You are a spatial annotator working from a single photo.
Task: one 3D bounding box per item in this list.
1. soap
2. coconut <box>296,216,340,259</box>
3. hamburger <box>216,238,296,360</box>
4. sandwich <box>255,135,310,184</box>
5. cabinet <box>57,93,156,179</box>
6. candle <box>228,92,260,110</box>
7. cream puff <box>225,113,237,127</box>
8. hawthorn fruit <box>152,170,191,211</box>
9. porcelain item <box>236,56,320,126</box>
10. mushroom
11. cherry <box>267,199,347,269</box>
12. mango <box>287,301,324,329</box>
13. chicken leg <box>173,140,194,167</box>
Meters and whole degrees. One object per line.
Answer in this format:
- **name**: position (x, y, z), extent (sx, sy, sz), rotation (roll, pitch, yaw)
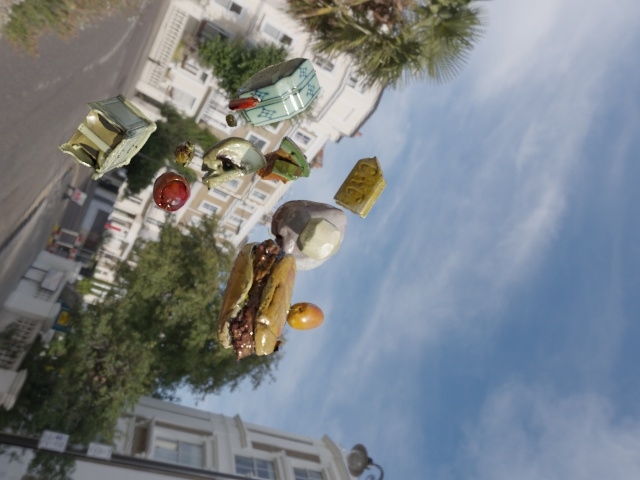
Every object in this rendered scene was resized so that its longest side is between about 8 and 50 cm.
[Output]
- **soap**: position (0.190, -0.244, 1.983), extent (0.160, 0.080, 0.258), rotation (30, -96, 23)
- **coconut**: position (-0.001, 0.002, 1.744), extent (0.161, 0.162, 0.161), rotation (-55, -176, 6)
- **hamburger**: position (-0.145, 0.121, 1.081), extent (0.282, 0.155, 0.245), rotation (-41, 136, -78)
- **sandwich**: position (-0.228, -0.409, 2.481), extent (0.301, 0.250, 0.162), rotation (-18, -156, 24)
- **cabinet**: position (-0.993, -0.488, 2.131), extent (0.290, 0.227, 0.318), rotation (-43, -165, 18)
- **candle**: position (-0.265, -0.490, 1.596), extent (0.162, 0.053, 0.048), rotation (5, -65, 41)
- **cream puff**: position (-0.501, -0.676, 2.561), extent (0.083, 0.083, 0.058), rotation (12, -113, 40)
- **hawthorn fruit**: position (-0.573, -0.178, 1.729), extent (0.148, 0.148, 0.172), rotation (-46, -156, 39)
- **porcelain item**: position (-0.166, -0.588, 1.774), extent (0.285, 0.157, 0.281), rotation (-3, -142, 31)
- **mushroom**: position (-0.426, -0.371, 2.019), extent (0.292, 0.212, 0.217), rotation (-34, -136, -14)
- **cherry**: position (-0.058, -0.024, 1.995), extent (0.291, 0.334, 0.326), rotation (98, -1, -56)
- **mango**: position (-0.057, 0.340, 1.977), extent (0.141, 0.217, 0.102), rotation (-50, -123, 3)
- **chicken leg**: position (-0.471, -0.308, 1.593), extent (0.178, 0.070, 0.093), rotation (-10, -100, 63)
